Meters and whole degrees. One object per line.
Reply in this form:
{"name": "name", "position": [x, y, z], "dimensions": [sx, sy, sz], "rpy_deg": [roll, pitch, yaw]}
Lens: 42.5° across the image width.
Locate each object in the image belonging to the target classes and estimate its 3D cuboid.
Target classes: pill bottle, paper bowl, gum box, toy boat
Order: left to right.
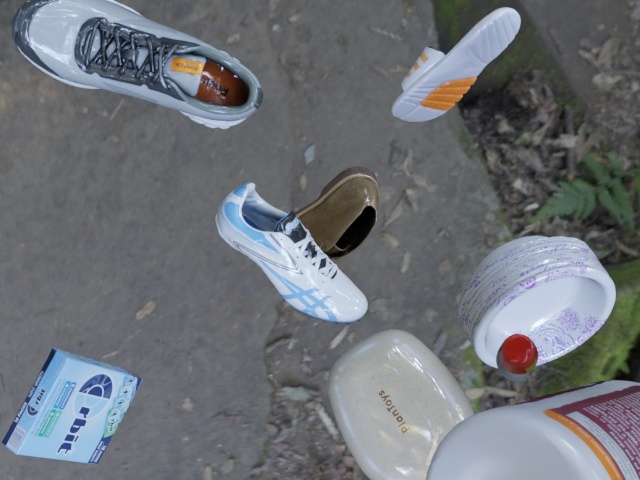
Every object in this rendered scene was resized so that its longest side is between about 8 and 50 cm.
{"name": "gum box", "position": [-0.379, 0.262, 1.279], "dimensions": [0.041, 0.184, 0.157], "rpy_deg": [23, 82, 30]}
{"name": "toy boat", "position": [0.184, 0.235, 1.220], "dimensions": [0.318, 0.148, 0.268], "rpy_deg": [-30, 71, 4]}
{"name": "paper bowl", "position": [0.398, 0.104, 1.568], "dimensions": [0.284, 0.284, 0.148], "rpy_deg": [-1, 45, -21]}
{"name": "pill bottle", "position": [0.319, 0.283, 0.953], "dimensions": [0.392, 0.224, 0.224], "rpy_deg": [1, 73, -46]}

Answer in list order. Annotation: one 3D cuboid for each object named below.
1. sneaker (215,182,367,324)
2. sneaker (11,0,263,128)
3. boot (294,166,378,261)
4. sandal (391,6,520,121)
{"name": "sneaker", "position": [-0.032, 0.020, 1.063], "dimensions": [0.237, 0.086, 0.085], "rpy_deg": [39, 41, 0]}
{"name": "sneaker", "position": [-0.183, -0.194, 0.869], "dimensions": [0.271, 0.108, 0.100], "rpy_deg": [15, 92, -23]}
{"name": "boot", "position": [0.000, 0.000, 1.544], "dimensions": [0.112, 0.305, 0.115], "rpy_deg": [21, 39, -29]}
{"name": "sandal", "position": [0.221, -0.303, 1.381], "dimensions": [0.101, 0.265, 0.076], "rpy_deg": [16, 43, -41]}
